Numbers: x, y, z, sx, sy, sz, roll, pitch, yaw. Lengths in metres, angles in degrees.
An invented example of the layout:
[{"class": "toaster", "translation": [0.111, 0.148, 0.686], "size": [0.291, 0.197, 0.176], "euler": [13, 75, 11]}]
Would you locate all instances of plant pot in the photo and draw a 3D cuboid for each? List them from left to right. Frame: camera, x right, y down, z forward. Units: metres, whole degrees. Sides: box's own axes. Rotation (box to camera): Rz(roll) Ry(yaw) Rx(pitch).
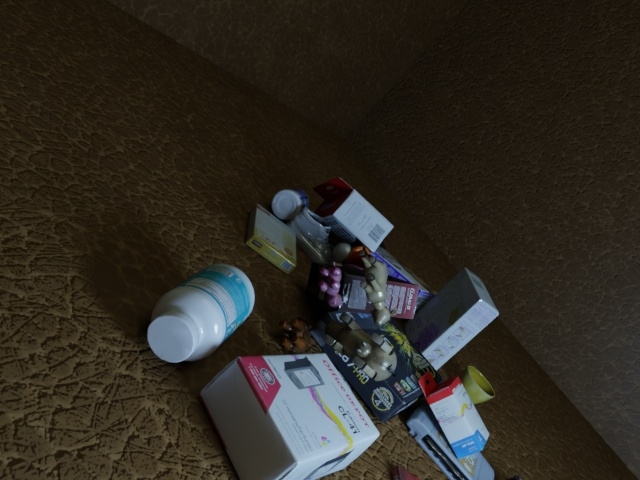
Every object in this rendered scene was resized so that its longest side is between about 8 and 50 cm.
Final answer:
[{"class": "plant pot", "translation": [0.540, 0.531, 2.010], "size": [0.134, 0.095, 0.134], "euler": [39, 19, -16]}]

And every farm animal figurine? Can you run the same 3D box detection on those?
[{"class": "farm animal figurine", "translation": [0.084, 0.223, 1.398], "size": [0.326, 0.330, 0.172], "euler": [53, 1, 38]}]

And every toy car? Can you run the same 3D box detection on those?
[{"class": "toy car", "translation": [0.116, 0.100, 1.933], "size": [0.159, 0.136, 0.182], "euler": [36, 63, -27]}]

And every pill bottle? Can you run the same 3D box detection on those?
[{"class": "pill bottle", "translation": [-0.238, 0.145, 1.118], "size": [0.146, 0.146, 0.264], "euler": [44, 18, 0]}, {"class": "pill bottle", "translation": [-0.102, -0.138, 2.095], "size": [0.112, 0.112, 0.187], "euler": [46, 16, 5]}]

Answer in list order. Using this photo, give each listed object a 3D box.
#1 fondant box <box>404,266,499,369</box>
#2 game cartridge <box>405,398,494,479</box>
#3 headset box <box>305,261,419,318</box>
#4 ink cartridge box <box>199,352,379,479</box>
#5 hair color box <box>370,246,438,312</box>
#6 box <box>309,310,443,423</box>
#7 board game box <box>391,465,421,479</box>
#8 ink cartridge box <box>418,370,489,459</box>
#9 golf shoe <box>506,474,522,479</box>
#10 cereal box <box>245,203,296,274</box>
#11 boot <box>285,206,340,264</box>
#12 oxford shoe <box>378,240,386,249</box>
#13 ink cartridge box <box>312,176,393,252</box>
[{"class": "fondant box", "translation": [0.454, 0.282, 1.999], "size": [0.096, 0.330, 0.238], "euler": [36, 19, -14]}, {"class": "game cartridge", "translation": [0.372, 0.591, 1.590], "size": [0.297, 0.062, 0.198], "euler": [47, 22, 11]}, {"class": "headset box", "translation": [0.136, 0.151, 1.695], "size": [0.293, 0.110, 0.218], "euler": [10, 3, -27]}, {"class": "ink cartridge box", "translation": [-0.052, 0.345, 1.100], "size": [0.306, 0.131, 0.226], "euler": [12, 36, -56]}, {"class": "hair color box", "translation": [0.292, 0.147, 2.224], "size": [0.339, 0.110, 0.185], "euler": [43, 15, 33]}, {"class": "box", "translation": [0.178, 0.343, 1.653], "size": [0.318, 0.097, 0.395], "euler": [48, 18, 22]}, {"class": "board game box", "translation": [0.233, 0.638, 1.223], "size": [0.145, 0.027, 0.281], "euler": [37, 19, -18]}, {"class": "ink cartridge box", "translation": [0.373, 0.470, 1.573], "size": [0.231, 0.078, 0.134], "euler": [63, 22, 11]}, {"class": "golf shoe", "translation": [0.556, 0.753, 1.602], "size": [0.086, 0.067, 0.186], "euler": [50, 30, -1]}, {"class": "cereal box", "translation": [-0.155, -0.009, 1.802], "size": [0.173, 0.047, 0.240], "euler": [38, 18, -19]}, {"class": "boot", "translation": [0.000, 0.000, 1.989], "size": [0.258, 0.123, 0.095], "euler": [42, 18, -5]}, {"class": "oxford shoe", "translation": [0.219, -0.021, 2.600], "size": [0.212, 0.076, 0.076], "euler": [42, 7, -9]}, {"class": "ink cartridge box", "translation": [0.075, -0.082, 2.083], "size": [0.272, 0.130, 0.309], "euler": [42, -16, -12]}]
